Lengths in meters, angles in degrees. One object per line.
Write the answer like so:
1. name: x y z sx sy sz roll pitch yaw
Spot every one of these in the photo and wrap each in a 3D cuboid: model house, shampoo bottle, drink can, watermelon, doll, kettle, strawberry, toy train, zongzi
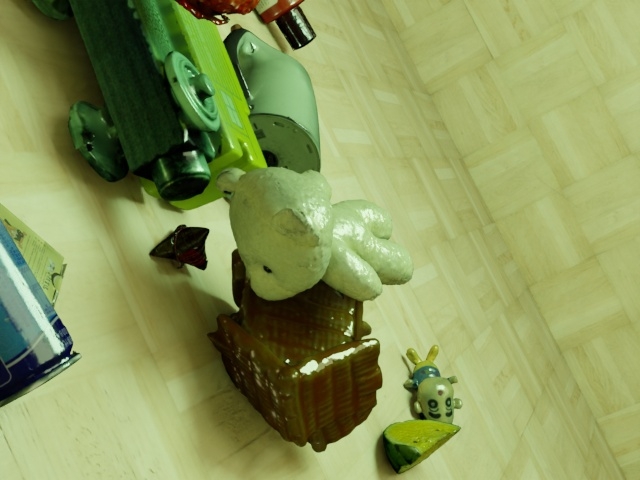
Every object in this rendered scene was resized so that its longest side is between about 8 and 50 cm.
1. model house: -0.029 0.152 1.100 0.229 0.220 0.199 -83 -179 -49
2. shampoo bottle: -0.102 -0.525 1.844 0.278 0.104 0.104 58 21 -11
3. drink can: -0.294 0.019 0.723 0.235 0.097 0.097 60 21 -5
4. watermelon: 0.143 0.311 1.401 0.075 0.092 0.181 54 26 17
5. doll: 0.002 0.004 1.066 0.278 0.149 0.175 11 13 -46
6. kettle: -0.090 -0.204 1.364 0.255 0.165 0.240 -88 156 -53
7. strawberry: -0.153 -0.311 1.011 0.188 0.082 0.121 12 35 -37
8. doll: 0.201 0.266 1.602 0.089 0.102 0.179 100 -19 -53
9. toy train: -0.217 -0.236 1.133 0.442 0.179 0.272 68 13 16
10. zongzi: -0.176 0.007 1.092 0.067 0.074 0.083 65 -19 9

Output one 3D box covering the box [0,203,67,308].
1. box: -0.301 0.002 0.833 0.149 0.020 0.073 48 23 -32
